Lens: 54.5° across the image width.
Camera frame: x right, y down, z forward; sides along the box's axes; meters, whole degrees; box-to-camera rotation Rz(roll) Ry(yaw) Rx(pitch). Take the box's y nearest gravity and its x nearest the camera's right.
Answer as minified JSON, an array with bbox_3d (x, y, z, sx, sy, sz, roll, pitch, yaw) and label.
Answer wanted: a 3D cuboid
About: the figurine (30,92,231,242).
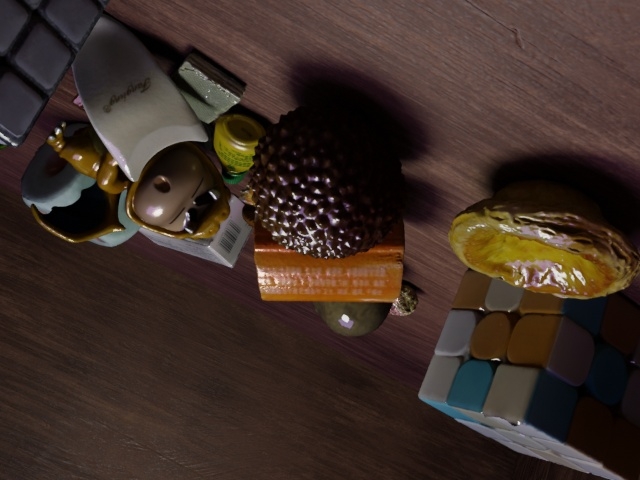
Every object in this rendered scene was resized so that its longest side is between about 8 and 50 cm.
[{"bbox_3d":[-0.388,-0.166,1.371,0.387,0.401,0.268,34,123,-22],"label":"figurine"}]

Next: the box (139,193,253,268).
[{"bbox_3d":[-0.376,-0.057,1.836,0.332,0.173,0.145,14,158,31],"label":"box"}]

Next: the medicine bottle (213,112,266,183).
[{"bbox_3d":[-0.180,-0.184,1.342,0.111,0.076,0.309,28,164,-6],"label":"medicine bottle"}]

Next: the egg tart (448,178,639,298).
[{"bbox_3d":[0.371,-0.008,1.030,0.318,0.128,0.319,20,164,6],"label":"egg tart"}]

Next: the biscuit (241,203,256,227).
[{"bbox_3d":[-0.091,-0.058,1.546,0.228,0.031,0.176,6,-156,8],"label":"biscuit"}]

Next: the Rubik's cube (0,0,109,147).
[{"bbox_3d":[-0.541,-0.368,0.831,0.337,0.345,0.344,16,163,29],"label":"Rubik's cube"}]

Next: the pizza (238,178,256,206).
[{"bbox_3d":[-0.053,-0.097,1.437,0.251,0.074,0.287,30,163,-16],"label":"pizza"}]

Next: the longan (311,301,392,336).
[{"bbox_3d":[0.081,0.135,1.678,0.246,0.246,0.215,7,128,45],"label":"longan"}]

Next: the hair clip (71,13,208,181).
[{"bbox_3d":[-0.349,-0.274,1.131,0.282,0.172,0.113,61,178,2],"label":"hair clip"}]

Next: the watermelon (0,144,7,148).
[{"bbox_3d":[-0.798,-0.340,1.412,0.285,0.285,0.285,22,163,7],"label":"watermelon"}]

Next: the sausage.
[{"bbox_3d":[0.015,0.011,1.265,0.286,0.233,0.233,2,162,-1],"label":"sausage"}]

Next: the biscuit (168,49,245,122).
[{"bbox_3d":[-0.229,-0.283,1.180,0.121,0.041,0.199,31,163,-22],"label":"biscuit"}]

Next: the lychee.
[{"bbox_3d":[0.012,-0.104,1.049,0.267,0.268,0.267,22,163,7],"label":"lychee"}]

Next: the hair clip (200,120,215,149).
[{"bbox_3d":[-0.250,-0.239,1.347,0.030,0.039,0.115,13,158,18],"label":"hair clip"}]

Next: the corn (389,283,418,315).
[{"bbox_3d":[0.185,0.174,1.894,0.098,0.098,0.289,32,165,-23],"label":"corn"}]

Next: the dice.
[{"bbox_3d":[-0.645,-0.153,1.761,0.267,0.265,0.262,11,159,36],"label":"dice"}]

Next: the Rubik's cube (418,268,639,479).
[{"bbox_3d":[0.487,0.278,1.360,0.346,0.345,0.347,32,163,-22],"label":"Rubik's cube"}]
